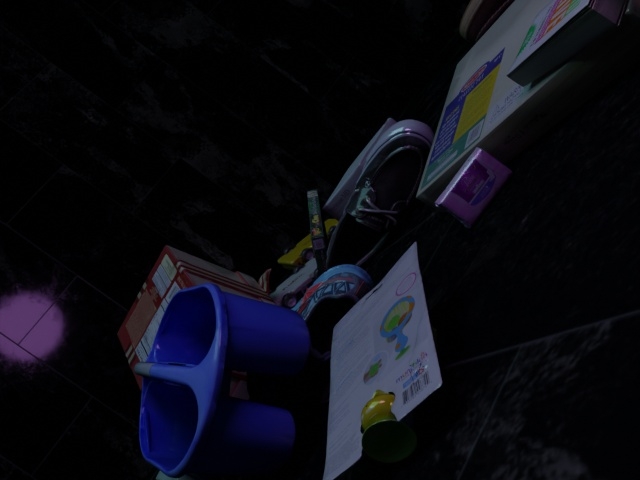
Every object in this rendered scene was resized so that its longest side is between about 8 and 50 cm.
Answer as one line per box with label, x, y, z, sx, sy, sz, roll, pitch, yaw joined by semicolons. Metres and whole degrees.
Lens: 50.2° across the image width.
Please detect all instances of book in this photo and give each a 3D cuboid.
book;0.251;-0.224;0.683;0.096;0.035;0.144;-62;8;-18

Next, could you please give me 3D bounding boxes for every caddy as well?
caddy;-0.158;0.186;0.917;0.341;0.179;0.241;-18;59;63

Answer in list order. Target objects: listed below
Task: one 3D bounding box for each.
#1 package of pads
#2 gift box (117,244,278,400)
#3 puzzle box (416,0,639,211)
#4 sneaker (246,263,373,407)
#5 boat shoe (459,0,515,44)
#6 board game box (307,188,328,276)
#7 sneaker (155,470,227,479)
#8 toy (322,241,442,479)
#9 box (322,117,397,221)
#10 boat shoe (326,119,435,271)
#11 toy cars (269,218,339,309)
package of pads;0.176;-0.061;0.792;0.083;0.050;0.032;-54;4;6
gift box;-0.206;0.170;1.351;0.276;0.258;0.255;-56;36;10
puzzle box;0.265;-0.230;0.846;0.409;0.052;0.272;-45;21;60
sneaker;-0.027;0.147;0.986;0.262;0.104;0.125;-53;7;13
boat shoe;0.359;-0.399;1.015;0.342;0.123;0.123;-40;-14;30
board game box;0.000;0.000;1.428;0.259;0.030;0.136;-96;-2;-66
sneaker;-0.175;0.340;1.089;0.161;0.102;0.282;-52;4;-20
toy;0.065;0.110;0.620;0.137;0.056;0.237;-48;11;21
box;0.121;-0.132;1.473;0.182;0.119;0.181;-57;5;-39
boat shoe;0.107;-0.054;1.207;0.119;0.121;0.335;-71;6;-50
toy cars;-0.024;0.075;1.595;0.176;0.087;0.393;-23;20;22
